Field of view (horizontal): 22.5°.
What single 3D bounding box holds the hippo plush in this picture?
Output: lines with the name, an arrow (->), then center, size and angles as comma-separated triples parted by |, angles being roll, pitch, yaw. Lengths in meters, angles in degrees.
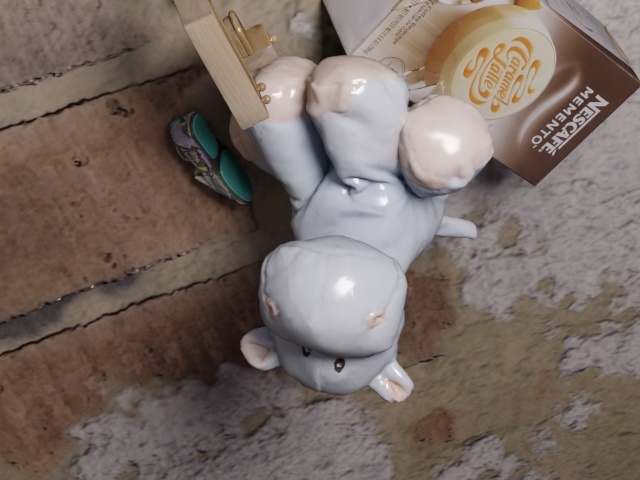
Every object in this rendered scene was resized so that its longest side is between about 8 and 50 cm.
hippo plush -> 0.000, 0.000, 1.364 | 0.234, 0.237, 0.294 | 20, 160, 7

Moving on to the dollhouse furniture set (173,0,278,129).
dollhouse furniture set -> -0.051, -0.205, 1.267 | 0.123, 0.151, 0.144 | -26, 134, 4

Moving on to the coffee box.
coffee box -> 0.143, -0.173, 1.392 | 0.246, 0.098, 0.141 | 29, 116, -35

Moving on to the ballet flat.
ballet flat -> -0.102, -0.073, 1.446 | 0.041, 0.041, 0.114 | -29, 132, 8
